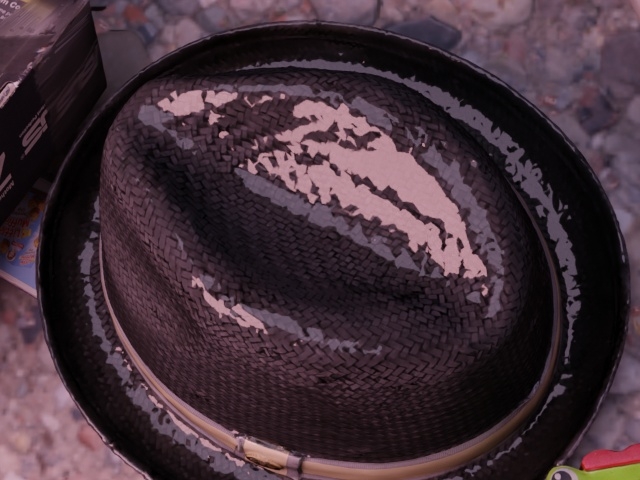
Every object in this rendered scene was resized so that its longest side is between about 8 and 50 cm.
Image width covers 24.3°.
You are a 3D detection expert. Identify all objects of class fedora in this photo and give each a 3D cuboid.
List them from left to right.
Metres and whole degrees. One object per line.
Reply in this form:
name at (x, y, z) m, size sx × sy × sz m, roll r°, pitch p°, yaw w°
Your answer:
fedora at (0.000, 0.000, 0.775) m, size 0.334 × 0.152 × 0.334 m, roll -1°, pitch 72°, yaw 4°

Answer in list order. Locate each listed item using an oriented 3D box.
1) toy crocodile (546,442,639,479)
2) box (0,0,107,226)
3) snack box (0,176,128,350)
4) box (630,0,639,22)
toy crocodile at (0.218, 0.132, 0.728) m, size 0.340 × 0.115 × 0.105 m, roll -9°, pitch 66°, yaw 5°
box at (-0.369, -0.075, 0.817) m, size 0.395 × 0.097 × 0.318 m, roll 24°, pitch 63°, yaw 14°
snack box at (-0.152, 0.007, 0.884) m, size 0.178 × 0.022 × 0.064 m, roll 28°, pitch 79°, yaw 17°
box at (0.346, -0.090, 0.722) m, size 0.322 × 0.058 × 0.232 m, roll -24°, pitch 80°, yaw 8°
